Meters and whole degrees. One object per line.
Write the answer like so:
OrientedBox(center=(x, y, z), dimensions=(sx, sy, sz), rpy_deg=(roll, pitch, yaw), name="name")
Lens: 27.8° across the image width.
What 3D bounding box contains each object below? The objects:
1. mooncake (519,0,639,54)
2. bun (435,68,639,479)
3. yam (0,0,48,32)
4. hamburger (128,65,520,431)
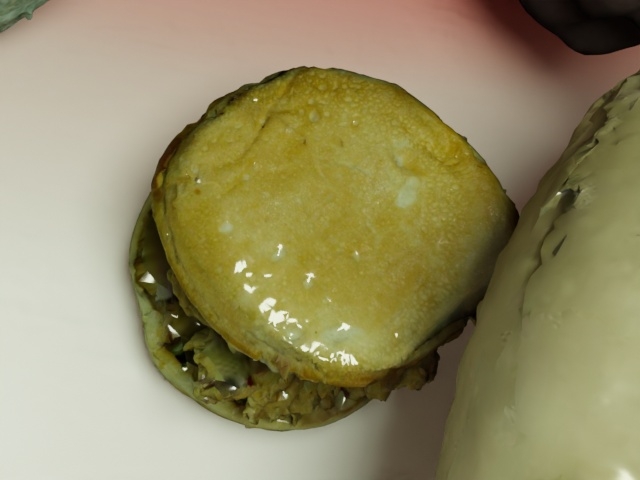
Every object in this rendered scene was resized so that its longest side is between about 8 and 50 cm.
OrientedBox(center=(0.208, -0.195, 0.614), dimensions=(0.283, 0.283, 0.141), rpy_deg=(-34, 99, -24), name="mooncake")
OrientedBox(center=(0.176, 0.091, 0.525), dimensions=(0.234, 0.326, 0.362), rpy_deg=(24, 61, 17), name="bun")
OrientedBox(center=(-0.219, -0.215, 0.477), dimensions=(0.241, 0.241, 0.348), rpy_deg=(-14, 84, -25), name="yam")
OrientedBox(center=(0.000, 0.000, 0.578), dimensions=(0.185, 0.131, 0.159), rpy_deg=(-35, 80, -25), name="hamburger")
